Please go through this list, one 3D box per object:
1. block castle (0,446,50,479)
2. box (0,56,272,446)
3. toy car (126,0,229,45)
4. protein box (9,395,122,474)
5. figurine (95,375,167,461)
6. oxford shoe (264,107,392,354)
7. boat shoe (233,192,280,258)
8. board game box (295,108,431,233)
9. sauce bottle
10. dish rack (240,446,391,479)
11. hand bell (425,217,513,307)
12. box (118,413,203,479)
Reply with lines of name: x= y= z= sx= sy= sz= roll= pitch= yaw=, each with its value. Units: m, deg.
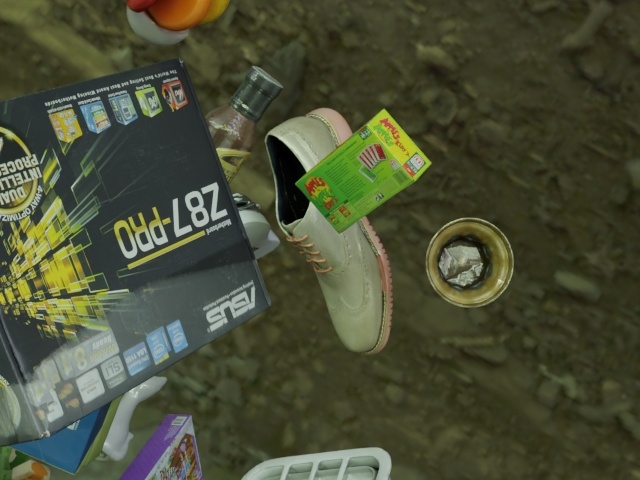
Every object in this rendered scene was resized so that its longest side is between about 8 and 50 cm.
block castle: x=-0.698 y=0.409 z=2.260 sx=0.212 sy=0.453 sz=0.303 roll=-28 pitch=134 yaw=21
box: x=-0.241 y=-0.006 z=1.224 sx=0.097 sy=0.395 sz=0.318 roll=-14 pitch=97 yaw=35
toy car: x=-0.181 y=-0.292 z=1.203 sx=0.182 sy=0.136 sz=0.159 roll=42 pitch=117 yaw=-3
protein box: x=-0.415 y=0.219 z=1.779 sx=0.201 sy=0.200 sz=0.136 roll=22 pitch=-177 yaw=5
figurine: x=-0.423 y=0.288 z=2.218 sx=0.215 sy=0.209 sz=0.092 roll=36 pitch=150 yaw=-9
oxford shoe: x=0.000 y=0.000 z=1.805 sx=0.140 sy=0.146 sz=0.397 roll=-13 pitch=95 yaw=47
boat shoe: x=-0.142 y=-0.032 z=2.007 sx=0.102 sy=0.108 sz=0.301 roll=60 pitch=-174 yaw=9
board game box: x=0.052 y=-0.086 z=1.497 sx=0.092 sy=0.043 sz=0.181 roll=49 pitch=141 yaw=-4
sauce bottle: x=-0.193 y=-0.157 z=2.096 sx=0.111 sy=0.344 sz=0.111 roll=34 pitch=-168 yaw=-8
dish rack: x=-0.038 y=0.458 z=1.690 sx=0.285 sy=0.333 sz=0.072 roll=-13 pitch=122 yaw=32
hand bell: x=0.195 y=0.034 z=1.730 sx=0.126 sy=0.126 sz=0.242 roll=35 pitch=175 yaw=-4
box: x=-0.310 y=0.494 z=2.220 sx=0.057 sy=0.293 sz=0.201 roll=-1 pitch=112 yaw=17
